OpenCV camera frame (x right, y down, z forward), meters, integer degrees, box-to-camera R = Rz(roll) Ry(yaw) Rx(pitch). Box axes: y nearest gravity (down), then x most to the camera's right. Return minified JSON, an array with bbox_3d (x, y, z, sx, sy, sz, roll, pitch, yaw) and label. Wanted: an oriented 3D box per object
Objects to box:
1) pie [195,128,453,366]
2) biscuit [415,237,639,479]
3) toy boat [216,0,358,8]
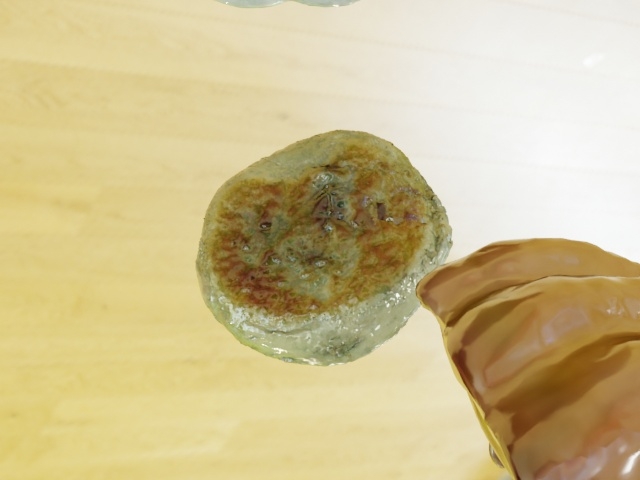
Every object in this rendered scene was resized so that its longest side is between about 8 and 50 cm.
[{"bbox_3d":[0.000,0.000,0.959,0.187,0.187,0.041,-25,147,-3],"label":"pie"},{"bbox_3d":[0.143,0.137,0.472,0.107,0.326,0.326,-30,147,4],"label":"biscuit"},{"bbox_3d":[-0.057,-0.218,0.607,0.290,0.100,0.199,12,107,-20],"label":"toy boat"}]
